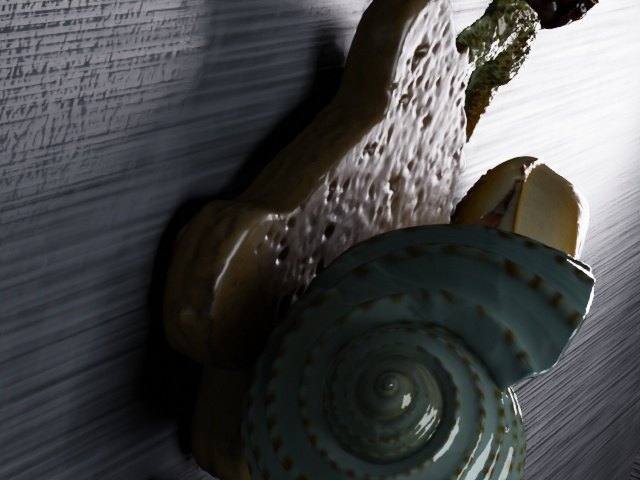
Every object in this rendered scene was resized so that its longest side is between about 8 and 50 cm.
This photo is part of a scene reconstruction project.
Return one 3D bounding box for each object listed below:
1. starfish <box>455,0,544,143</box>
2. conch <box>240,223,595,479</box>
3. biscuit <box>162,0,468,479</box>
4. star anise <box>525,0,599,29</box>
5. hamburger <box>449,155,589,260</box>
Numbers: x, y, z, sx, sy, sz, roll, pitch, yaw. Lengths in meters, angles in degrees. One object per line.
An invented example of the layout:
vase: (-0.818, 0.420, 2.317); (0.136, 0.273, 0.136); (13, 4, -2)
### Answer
starfish: (0.168, -0.215, 1.864); (0.358, 0.078, 0.347); (-55, 159, -33)
conch: (0.061, 0.107, 1.514); (0.303, 0.215, 0.319); (-57, -173, -10)
biscuit: (0.000, 0.000, 1.636); (0.394, 0.076, 0.368); (-54, 156, -30)
star anise: (0.204, -0.296, 1.719); (0.220, 0.126, 0.190); (42, 62, -48)
hamburger: (0.195, 0.019, 2.052); (0.237, 0.147, 0.237); (18, 90, -83)
